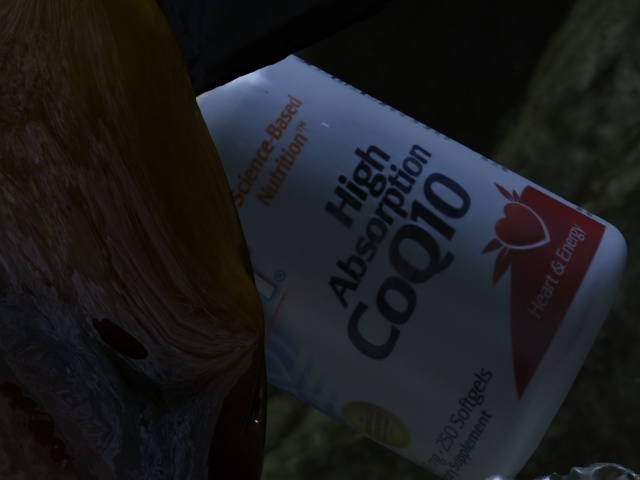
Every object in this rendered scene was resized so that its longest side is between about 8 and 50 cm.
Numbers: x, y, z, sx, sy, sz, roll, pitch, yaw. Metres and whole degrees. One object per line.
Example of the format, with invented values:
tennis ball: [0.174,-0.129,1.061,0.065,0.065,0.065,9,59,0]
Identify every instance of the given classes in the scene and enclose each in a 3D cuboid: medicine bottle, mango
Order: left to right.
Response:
mango: [-0.107,-0.001,0.625,0.201,0.153,0.287,-1,-53,39]
medicine bottle: [0.000,0.000,1.002,0.288,0.157,0.157,28,-40,3]

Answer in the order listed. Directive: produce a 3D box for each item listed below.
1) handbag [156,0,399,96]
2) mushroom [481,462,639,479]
handbag: [-0.030,-0.192,0.743,0.080,0.223,0.247,17,-49,66]
mushroom: [0.054,0.168,0.712,0.278,0.096,0.099,124,-28,-50]
